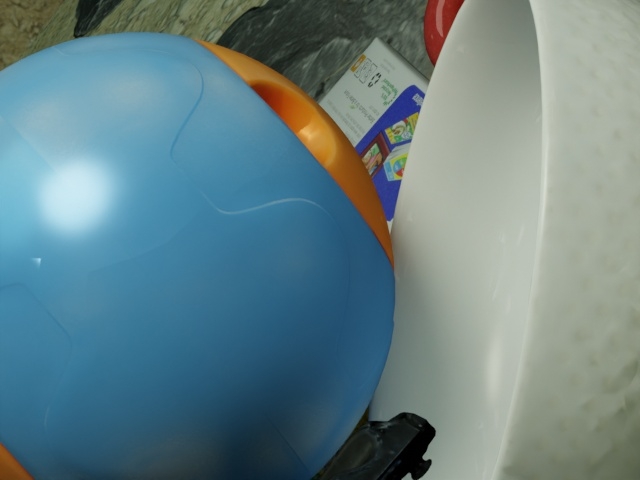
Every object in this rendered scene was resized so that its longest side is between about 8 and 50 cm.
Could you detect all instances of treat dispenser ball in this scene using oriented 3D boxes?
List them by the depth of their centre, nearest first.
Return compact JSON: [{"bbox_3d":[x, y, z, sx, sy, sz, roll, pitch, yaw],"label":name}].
[{"bbox_3d":[-0.100,0.026,0.992,0.288,0.288,0.288,-41,24,23],"label":"treat dispenser ball"}]

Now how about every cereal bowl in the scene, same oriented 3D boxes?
[{"bbox_3d":[0.129,0.033,0.915,0.339,0.141,0.339,-170,90,-81],"label":"cereal bowl"}]

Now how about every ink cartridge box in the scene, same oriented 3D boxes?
[{"bbox_3d":[0.000,0.000,1.394,0.307,0.072,0.303,-51,23,7],"label":"ink cartridge box"}]

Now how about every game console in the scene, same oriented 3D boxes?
[{"bbox_3d":[-0.035,0.213,0.951,0.213,0.044,0.361,-55,-3,-38],"label":"game console"}]

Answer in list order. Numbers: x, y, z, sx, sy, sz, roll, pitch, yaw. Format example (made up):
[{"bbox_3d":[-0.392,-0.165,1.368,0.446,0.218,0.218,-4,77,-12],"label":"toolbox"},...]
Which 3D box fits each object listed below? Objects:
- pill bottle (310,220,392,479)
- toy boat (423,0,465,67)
[{"bbox_3d":[0.007,0.092,1.163,0.117,0.117,0.208,-11,45,57],"label":"pill bottle"},{"bbox_3d":[0.142,-0.185,1.293,0.151,0.151,0.231,-52,22,-4],"label":"toy boat"}]
